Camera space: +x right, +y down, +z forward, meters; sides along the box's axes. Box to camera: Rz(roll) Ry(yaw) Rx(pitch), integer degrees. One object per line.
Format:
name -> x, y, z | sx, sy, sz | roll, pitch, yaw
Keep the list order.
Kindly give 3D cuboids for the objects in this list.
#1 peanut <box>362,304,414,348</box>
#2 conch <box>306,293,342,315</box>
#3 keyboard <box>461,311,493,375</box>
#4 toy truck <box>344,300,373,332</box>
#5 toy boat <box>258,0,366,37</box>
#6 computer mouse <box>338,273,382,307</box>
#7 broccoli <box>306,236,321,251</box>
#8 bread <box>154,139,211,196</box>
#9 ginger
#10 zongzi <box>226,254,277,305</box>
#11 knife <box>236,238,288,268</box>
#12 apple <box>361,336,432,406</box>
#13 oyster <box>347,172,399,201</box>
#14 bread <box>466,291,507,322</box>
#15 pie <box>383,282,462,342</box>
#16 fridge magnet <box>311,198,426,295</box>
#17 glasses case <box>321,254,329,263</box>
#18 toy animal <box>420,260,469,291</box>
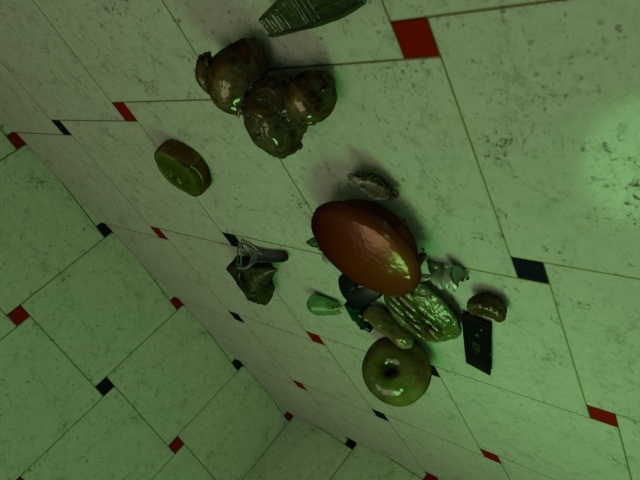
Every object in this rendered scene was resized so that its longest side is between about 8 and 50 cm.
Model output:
peanut -> 0.244, 0.303, 2.094 | 0.214, 0.099, 0.099 | 28, 153, 28
conch -> 0.019, 0.266, 2.357 | 0.170, 0.079, 0.106 | 9, 158, 34
keyboard -> 0.507, 0.334, 1.900 | 0.106, 0.027, 0.317 | 25, 152, 31
toy truck -> 0.154, 0.273, 2.200 | 0.079, 0.065, 0.147 | 16, 147, 41
toy boat -> -0.015, -0.474, 1.188 | 0.293, 0.055, 0.093 | 2, 138, 49
computer mouse -> 0.121, 0.156, 1.979 | 0.137, 0.086, 0.269 | 53, 160, 5
broccoli -> 0.000, 0.000, 1.915 | 0.097, 0.092, 0.095 | 41, 147, 36
bread -> -0.493, -0.257, 2.132 | 0.236, 0.070, 0.236 | 30, 153, 17
ginger -> -0.144, -0.356, 1.430 | 0.375, 0.176, 0.256 | 33, 136, 13
zongzi -> -0.228, 0.181, 2.470 | 0.275, 0.125, 0.250 | 5, 139, 39
knife -> -0.220, 0.054, 2.325 | 0.278, 0.053, 0.123 | 0, 93, 40
apple -> 0.286, 0.476, 2.184 | 0.257, 0.256, 0.234 | 23, -179, 28
oyster -> 0.139, -0.144, 1.544 | 0.148, 0.051, 0.103 | 34, 172, 8
bread -> 0.466, 0.180, 1.659 | 0.113, 0.060, 0.082 | 17, 148, 33
pie -> 0.318, 0.226, 1.895 | 0.306, 0.071, 0.306 | 34, 157, 17
fridge magnet -> 0.131, 0.020, 1.699 | 0.364, 0.155, 0.363 | 30, 153, 17
glasses case -> 0.028, 0.058, 2.050 | 0.032, 0.021, 0.083 | 36, 155, -4
toy animal -> 0.345, 0.103, 1.670 | 0.085, 0.071, 0.124 | 44, 153, -16
